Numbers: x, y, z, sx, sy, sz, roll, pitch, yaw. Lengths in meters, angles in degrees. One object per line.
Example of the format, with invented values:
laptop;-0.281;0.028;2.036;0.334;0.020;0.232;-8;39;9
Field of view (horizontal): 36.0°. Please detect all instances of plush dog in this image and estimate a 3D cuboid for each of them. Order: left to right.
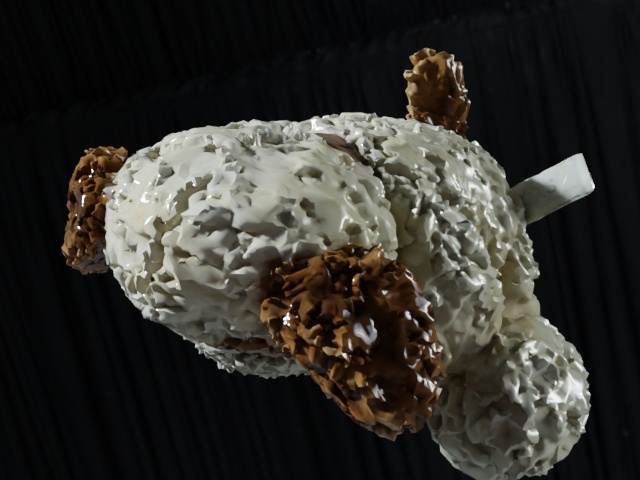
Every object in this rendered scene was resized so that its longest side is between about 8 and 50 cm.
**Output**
plush dog;0.000;0.000;0.493;0.262;0.210;0.225;18;12;34
